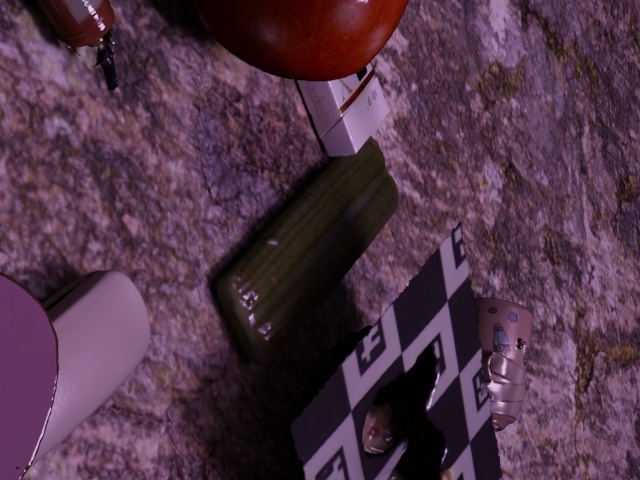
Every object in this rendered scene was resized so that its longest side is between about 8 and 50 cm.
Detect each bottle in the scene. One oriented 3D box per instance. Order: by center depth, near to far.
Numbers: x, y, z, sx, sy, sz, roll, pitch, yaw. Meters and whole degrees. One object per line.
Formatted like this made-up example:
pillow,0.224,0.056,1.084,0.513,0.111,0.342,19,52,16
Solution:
bottle,0.180,0.144,1.606,0.099,0.099,0.152,34,61,-52

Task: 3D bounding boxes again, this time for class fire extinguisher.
fire extinguisher,-0.192,-0.190,1.076,0.062,0.050,0.177,-98,162,-53

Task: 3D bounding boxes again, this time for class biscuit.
biscuit,0.000,0.000,1.382,0.322,0.038,0.099,-47,122,-51

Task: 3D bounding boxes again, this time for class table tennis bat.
table tennis bat,-0.247,0.131,0.927,0.138,0.022,0.246,26,69,-25

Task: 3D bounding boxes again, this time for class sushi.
sushi,0.048,0.207,1.390,0.296,0.100,0.373,-47,136,-40

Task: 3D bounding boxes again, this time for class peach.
peach,-0.014,-0.250,1.238,0.243,0.199,0.243,2,90,-70

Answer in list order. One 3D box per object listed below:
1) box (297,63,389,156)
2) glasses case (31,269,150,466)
box,0.011,-0.167,1.420,0.084,0.040,0.154,-55,130,-48
glasses case,-0.188,0.092,1.036,0.204,0.051,0.081,-43,121,-50
